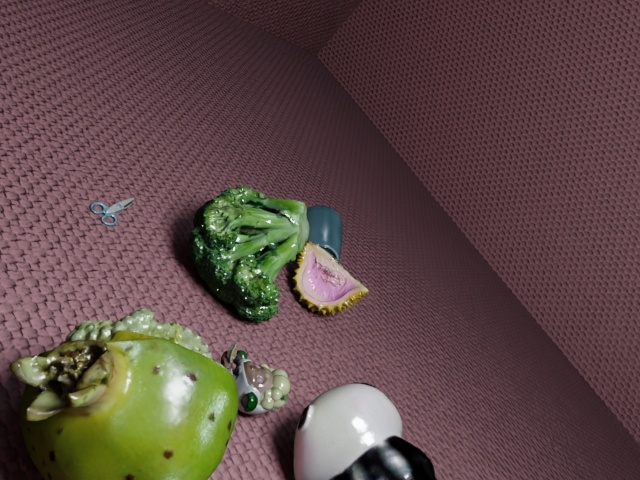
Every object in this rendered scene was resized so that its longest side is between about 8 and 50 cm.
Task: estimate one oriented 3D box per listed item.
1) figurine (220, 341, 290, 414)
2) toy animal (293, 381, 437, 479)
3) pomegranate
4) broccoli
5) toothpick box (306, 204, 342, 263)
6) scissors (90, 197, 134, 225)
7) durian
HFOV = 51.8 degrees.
[{"bbox_3d":[-0.141,0.238,1.131,0.197,0.093,0.147,30,16,-28],"label":"figurine"},{"bbox_3d":[0.067,0.381,1.112,0.212,0.212,0.267,11,37,-52],"label":"toy animal"},{"bbox_3d":[-0.243,0.200,0.797,0.260,0.260,0.341,56,0,25],"label":"pomegranate"},{"bbox_3d":[-0.137,0.013,1.348,0.265,0.245,0.295,43,40,-56],"label":"broccoli"},{"bbox_3d":[0.000,0.000,1.727,0.120,0.120,0.184,34,28,-22],"label":"toothpick box"},{"bbox_3d":[-0.405,-0.065,1.308,0.058,0.014,0.119,45,27,-1],"label":"scissors"},{"bbox_3d":[0.014,0.099,1.574,0.182,0.132,0.165,28,14,-8],"label":"durian"}]
